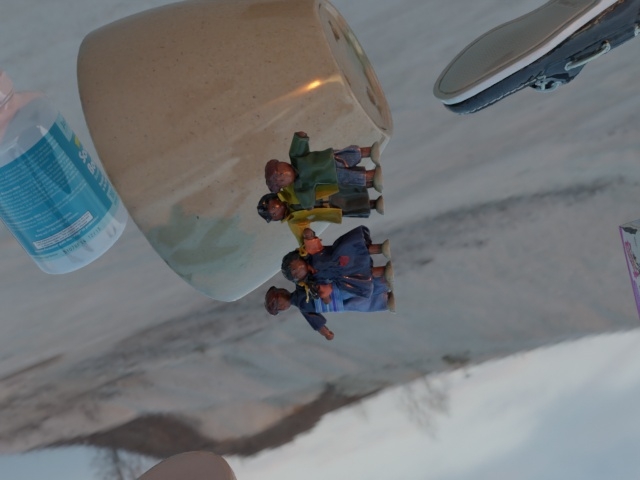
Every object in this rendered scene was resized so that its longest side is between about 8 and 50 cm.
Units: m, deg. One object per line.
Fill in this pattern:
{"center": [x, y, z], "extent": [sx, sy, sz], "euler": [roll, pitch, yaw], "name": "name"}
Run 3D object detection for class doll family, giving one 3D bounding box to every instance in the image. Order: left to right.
{"center": [0.000, 0.000, 0.969], "extent": [0.111, 0.193, 0.076], "euler": [-8, -165, 1], "name": "doll family"}

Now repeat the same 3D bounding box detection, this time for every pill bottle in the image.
{"center": [-0.377, -0.093, 1.539], "extent": [0.146, 0.264, 0.146], "euler": [-21, -147, 15], "name": "pill bottle"}

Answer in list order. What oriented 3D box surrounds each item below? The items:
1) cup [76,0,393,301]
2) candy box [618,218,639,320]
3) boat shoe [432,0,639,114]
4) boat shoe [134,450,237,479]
{"center": [-0.064, -0.133, 1.259], "extent": [0.237, 0.331, 0.331], "euler": [-26, 177, 16], "name": "cup"}
{"center": [0.560, 0.023, 1.691], "extent": [0.233, 0.159, 0.071], "euler": [-17, -169, -11], "name": "candy box"}
{"center": [0.269, -0.220, 1.335], "extent": [0.302, 0.091, 0.114], "euler": [-33, -149, -2], "name": "boat shoe"}
{"center": [-0.134, 0.349, 0.957], "extent": [0.127, 0.158, 0.340], "euler": [2, -135, 21], "name": "boat shoe"}
